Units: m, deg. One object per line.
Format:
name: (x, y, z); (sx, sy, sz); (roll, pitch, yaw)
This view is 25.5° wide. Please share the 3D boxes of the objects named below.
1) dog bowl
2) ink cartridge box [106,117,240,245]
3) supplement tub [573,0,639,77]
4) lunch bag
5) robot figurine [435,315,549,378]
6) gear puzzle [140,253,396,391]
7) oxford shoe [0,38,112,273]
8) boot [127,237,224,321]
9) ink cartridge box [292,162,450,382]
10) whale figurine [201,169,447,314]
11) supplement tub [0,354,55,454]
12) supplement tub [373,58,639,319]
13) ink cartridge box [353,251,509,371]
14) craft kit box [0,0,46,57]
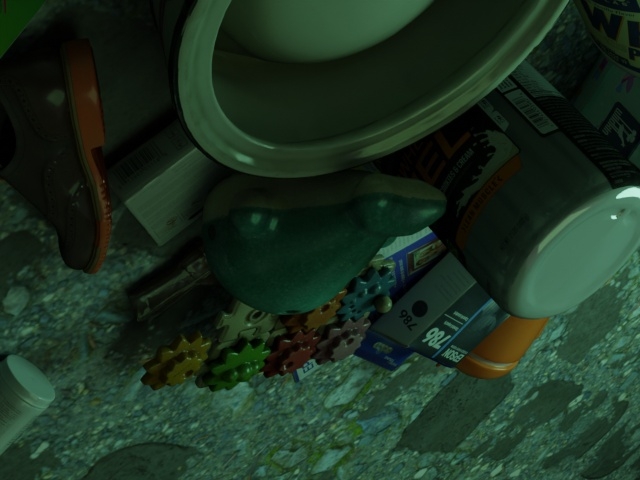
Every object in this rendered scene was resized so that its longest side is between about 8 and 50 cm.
dog bowl: (0.030, -0.244, 1.220); (0.408, 0.150, 0.408); (-22, 149, -14)
ink cartridge box: (-0.133, -0.071, 1.434); (0.145, 0.045, 0.179); (-37, 168, -5)
supplement tub: (0.345, -0.322, 1.412); (0.235, 0.235, 0.325); (-42, 149, 5)
lunch bag: (0.387, -0.143, 1.668); (0.223, 0.160, 0.262); (-59, -172, 31)
robot figurine: (0.243, 0.103, 1.967); (0.158, 0.128, 0.219); (-36, 158, -56)
gear puzzle: (-0.053, 0.110, 1.611); (0.339, 0.044, 0.175); (-11, 141, -39)
oxford shoe: (-0.242, -0.069, 1.272); (0.098, 0.097, 0.271); (-9, 137, -11)
boot: (-0.152, 0.059, 1.567); (0.114, 0.037, 0.106); (-40, 137, -5)
ink cartridge box: (0.062, 0.004, 1.703); (0.307, 0.072, 0.303); (-30, 149, -11)
whale figurine: (0.000, 0.000, 1.414); (0.216, 0.141, 0.272); (7, 170, -43)
supplement tub: (-0.340, 0.180, 1.491); (0.107, 0.071, 0.071); (-45, 149, 8)
supplement tub: (0.174, -0.087, 1.455); (0.193, 0.316, 0.193); (-27, 146, -20)
ink cartridge box: (0.194, 0.066, 1.805); (0.332, 0.065, 0.165); (-43, 152, 11)
craft kit box: (-0.290, -0.231, 1.024); (0.246, 0.061, 0.250); (-46, 149, 15)
